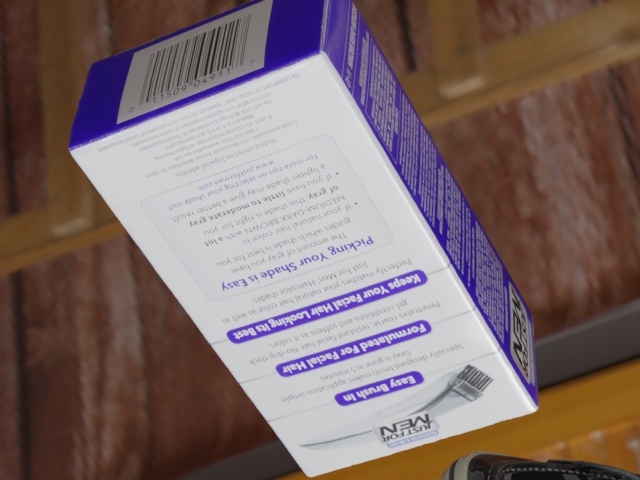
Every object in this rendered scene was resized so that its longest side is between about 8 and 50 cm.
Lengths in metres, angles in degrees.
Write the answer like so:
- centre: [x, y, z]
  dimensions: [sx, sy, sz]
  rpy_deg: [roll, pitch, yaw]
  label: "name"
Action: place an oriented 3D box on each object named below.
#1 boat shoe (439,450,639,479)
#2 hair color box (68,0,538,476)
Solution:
- centre: [0.316, 0.295, 1.643]
  dimensions: [0.500, 0.156, 0.187]
  rpy_deg: [24, 40, -32]
  label: "boat shoe"
- centre: [0.000, 0.000, 1.175]
  dimensions: [0.339, 0.185, 0.110]
  rpy_deg: [58, 23, -33]
  label: "hair color box"
